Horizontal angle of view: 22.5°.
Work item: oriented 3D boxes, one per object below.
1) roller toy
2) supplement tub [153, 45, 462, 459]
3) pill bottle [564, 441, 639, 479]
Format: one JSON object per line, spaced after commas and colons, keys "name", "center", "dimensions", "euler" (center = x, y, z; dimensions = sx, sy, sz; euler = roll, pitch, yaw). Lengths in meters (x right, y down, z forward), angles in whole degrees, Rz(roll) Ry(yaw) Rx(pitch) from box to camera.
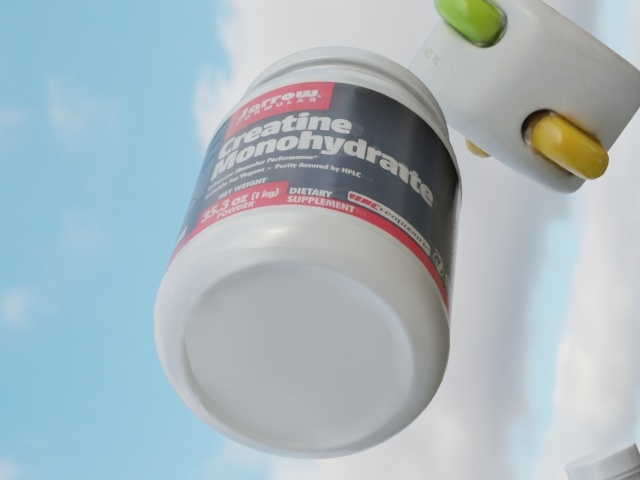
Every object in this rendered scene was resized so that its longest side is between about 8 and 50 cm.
{"name": "roller toy", "center": [0.182, -0.135, 1.436], "dimensions": [0.146, 0.209, 0.191], "euler": [-55, -10, 11]}
{"name": "supplement tub", "center": [0.000, 0.000, 1.109], "dimensions": [0.272, 0.191, 0.191], "euler": [-79, -17, -56]}
{"name": "pill bottle", "center": [0.373, 0.360, 1.921], "dimensions": [0.221, 0.124, 0.124], "euler": [70, -162, 5]}
